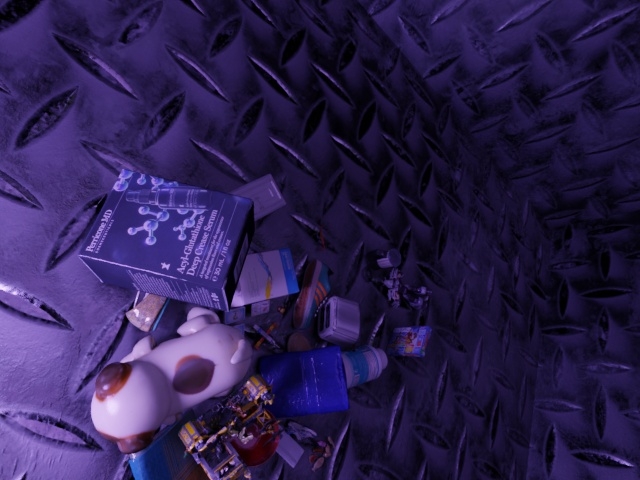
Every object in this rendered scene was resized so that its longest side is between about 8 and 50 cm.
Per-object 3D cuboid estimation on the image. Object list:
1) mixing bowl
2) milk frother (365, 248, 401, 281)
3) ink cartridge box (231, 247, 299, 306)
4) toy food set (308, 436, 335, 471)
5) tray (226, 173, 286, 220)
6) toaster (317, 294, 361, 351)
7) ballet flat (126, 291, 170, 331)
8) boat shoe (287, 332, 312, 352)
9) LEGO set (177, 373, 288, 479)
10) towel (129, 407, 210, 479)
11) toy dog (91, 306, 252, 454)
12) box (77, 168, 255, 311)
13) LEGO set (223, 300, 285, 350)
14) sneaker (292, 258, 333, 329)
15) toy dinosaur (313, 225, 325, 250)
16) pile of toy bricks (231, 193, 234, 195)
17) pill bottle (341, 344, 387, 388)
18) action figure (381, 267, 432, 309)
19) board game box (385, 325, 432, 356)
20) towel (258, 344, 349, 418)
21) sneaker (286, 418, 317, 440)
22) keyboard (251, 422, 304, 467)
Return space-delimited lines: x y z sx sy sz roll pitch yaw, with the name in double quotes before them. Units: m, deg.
"mixing bowl" -0.236 0.649 1.402 0.182 0.098 0.181 8 67 -18
"milk frother" 0.279 0.116 1.930 0.129 0.135 0.143 8 74 -36
"ink cartridge box" -0.231 0.135 1.501 0.233 0.171 0.168 -9 84 -40
"toy food set" -0.001 0.812 1.612 0.122 0.019 0.078 -31 98 -31
"tray" -0.255 -0.158 1.649 0.270 0.030 0.145 -33 101 -38
"toaster" 0.075 0.333 1.706 0.146 0.129 0.227 25 50 -26
"ballet flat" -0.495 0.118 1.344 0.123 0.123 0.348 39 58 -24
"boat shoe" -0.040 0.497 1.607 0.109 0.098 0.302 -14 88 -39
"LEGO set" -0.231 0.577 1.229 0.331 0.254 0.192 -24 51 -39
"towel" -0.409 0.723 1.219 0.271 0.040 0.370 -14 89 -72
"toy dog" -0.413 0.400 1.167 0.408 0.395 0.284 -22 104 -46
"box" -0.423 0.003 1.239 0.396 0.212 0.293 13 63 -1
"LEGO set" -0.226 0.313 1.497 0.244 0.060 0.182 -9 111 -40
"sneaker" -0.017 0.226 1.688 0.121 0.108 0.302 30 61 -24
"toy dinosaur" 0.000 0.000 1.787 0.047 0.090 0.082 -12 54 -24
"pile of toy bricks" -0.311 -0.080 1.514 0.118 0.105 0.212 -20 95 -17
"pill bottle" 0.152 0.513 1.724 0.264 0.146 0.146 -2 80 -39
"action figure" 0.401 0.245 2.024 0.285 0.099 0.185 25 71 -27
"board game box" 0.395 0.453 1.893 0.035 0.201 0.136 41 58 -24
"towel" -0.059 0.511 1.517 0.308 0.076 0.227 -7 77 -1
"sneaker" -0.074 0.715 1.564 0.135 0.052 0.058 34 72 -23
"keyboard" -0.155 0.714 1.521 0.256 0.014 0.072 52 48 -16
